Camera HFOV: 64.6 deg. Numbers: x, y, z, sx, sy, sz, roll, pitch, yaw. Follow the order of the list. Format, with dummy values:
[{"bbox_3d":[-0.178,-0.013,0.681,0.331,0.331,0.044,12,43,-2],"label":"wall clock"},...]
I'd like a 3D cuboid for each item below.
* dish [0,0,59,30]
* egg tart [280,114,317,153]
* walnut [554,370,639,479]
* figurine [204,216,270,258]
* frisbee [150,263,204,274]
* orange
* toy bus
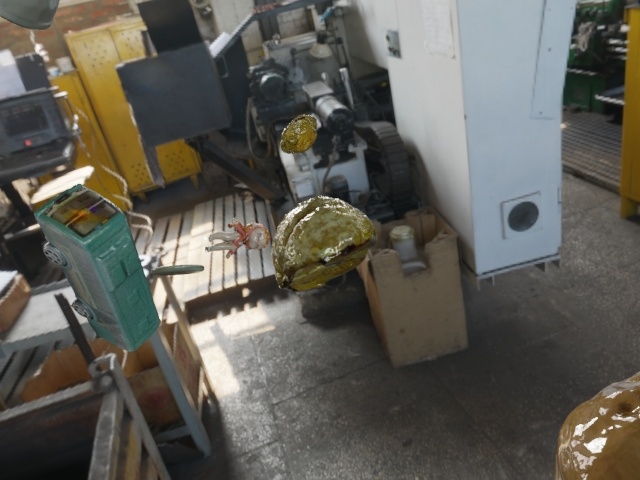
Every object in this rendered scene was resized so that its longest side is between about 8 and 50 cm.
[{"bbox_3d":[-0.631,-0.567,0.999,0.120,0.303,0.303,-37,21,17],"label":"dish"},{"bbox_3d":[-0.054,-0.275,1.350,0.130,0.130,0.052,-30,65,-30],"label":"egg tart"},{"bbox_3d":[0.453,0.293,0.577,0.343,0.306,0.306,-9,20,-32],"label":"walnut"},{"bbox_3d":[-0.121,-0.005,0.726,0.047,0.064,0.109,30,24,33],"label":"figurine"},{"bbox_3d":[-0.299,0.063,1.061,0.110,0.014,0.110,-6,-7,-1],"label":"frisbee"},{"bbox_3d":[0.000,0.000,1.341,0.270,0.211,0.369,-15,-16,-17],"label":"orange"},{"bbox_3d":[-0.302,0.048,0.712,0.109,0.262,0.091,23,50,19],"label":"toy bus"}]
